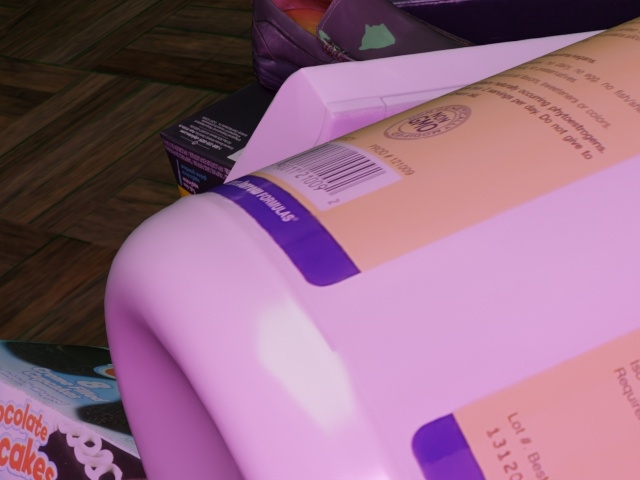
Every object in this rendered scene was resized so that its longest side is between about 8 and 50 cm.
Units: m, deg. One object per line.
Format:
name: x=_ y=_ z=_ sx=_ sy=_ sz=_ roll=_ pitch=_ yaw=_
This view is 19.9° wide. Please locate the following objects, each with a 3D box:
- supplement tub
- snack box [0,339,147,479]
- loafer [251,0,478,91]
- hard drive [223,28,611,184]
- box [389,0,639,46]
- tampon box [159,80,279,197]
supplement tub: x=0.123 y=0.048 z=0.590 sx=0.331 sy=0.241 sz=0.241 roll=-22 pitch=29 yaw=-15
snack box: x=-0.039 y=0.115 z=0.857 sx=0.187 sy=0.060 sz=0.322 roll=8 pitch=7 yaw=-42
loafer: x=0.020 y=-0.105 z=0.962 sx=0.170 sy=0.061 sz=0.062 roll=15 pitch=39 yaw=43
hard drive: x=0.076 y=-0.022 z=0.895 sx=0.307 sy=0.203 sz=0.040 roll=-11 pitch=59 yaw=-37
box: x=0.217 y=-0.154 z=1.141 sx=0.343 sy=0.179 sz=0.312 roll=-1 pitch=35 yaw=29
tampon box: x=0.000 y=0.000 z=1.022 sx=0.101 sy=0.161 sz=0.120 roll=-30 pitch=30 yaw=-24
